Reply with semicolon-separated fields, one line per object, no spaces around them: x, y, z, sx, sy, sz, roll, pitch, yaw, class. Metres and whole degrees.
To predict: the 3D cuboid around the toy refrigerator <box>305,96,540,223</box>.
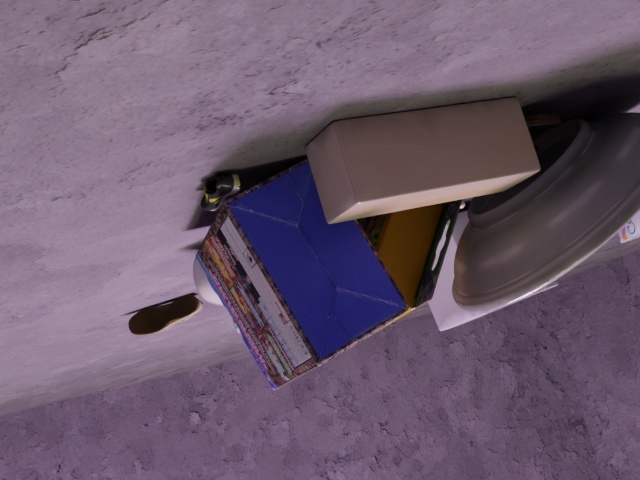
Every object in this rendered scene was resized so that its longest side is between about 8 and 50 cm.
0.126;-0.099;1.287;0.269;0.102;0.094;-12;169;-28;toy refrigerator

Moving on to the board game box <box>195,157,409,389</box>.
-0.036;0.054;1.413;0.141;0.232;0.291;-29;175;-19;board game box

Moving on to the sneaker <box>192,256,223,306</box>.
-0.035;0.046;1.732;0.236;0.130;0.323;-16;165;24;sneaker

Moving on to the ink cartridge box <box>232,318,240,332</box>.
-0.082;0.110;2.120;0.212;0.093;0.154;-17;170;-6;ink cartridge box

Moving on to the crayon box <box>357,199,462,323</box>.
0.095;0.032;1.631;0.083;0.203;0.323;26;154;-12;crayon box

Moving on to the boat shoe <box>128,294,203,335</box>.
-0.308;0.152;2.101;0.153;0.056;0.048;-25;165;5;boat shoe

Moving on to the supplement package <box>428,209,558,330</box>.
0.305;0.042;2.013;0.203;0.194;0.149;-17;172;-34;supplement package

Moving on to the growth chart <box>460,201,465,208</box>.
0.120;-0.030;1.889;0.237;0.021;0.172;-10;169;-28;growth chart

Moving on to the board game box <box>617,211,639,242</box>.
0.708;-0.109;2.035;0.275;0.144;0.142;-15;169;-11;board game box

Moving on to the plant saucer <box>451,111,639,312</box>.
0.319;-0.068;1.495;0.400;0.100;0.400;-42;-170;9;plant saucer

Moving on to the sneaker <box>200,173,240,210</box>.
-0.131;-0.062;1.298;0.035;0.031;0.083;4;154;-34;sneaker

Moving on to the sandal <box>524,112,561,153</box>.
0.261;-0.125;1.471;0.090;0.060;0.219;-10;168;-34;sandal
